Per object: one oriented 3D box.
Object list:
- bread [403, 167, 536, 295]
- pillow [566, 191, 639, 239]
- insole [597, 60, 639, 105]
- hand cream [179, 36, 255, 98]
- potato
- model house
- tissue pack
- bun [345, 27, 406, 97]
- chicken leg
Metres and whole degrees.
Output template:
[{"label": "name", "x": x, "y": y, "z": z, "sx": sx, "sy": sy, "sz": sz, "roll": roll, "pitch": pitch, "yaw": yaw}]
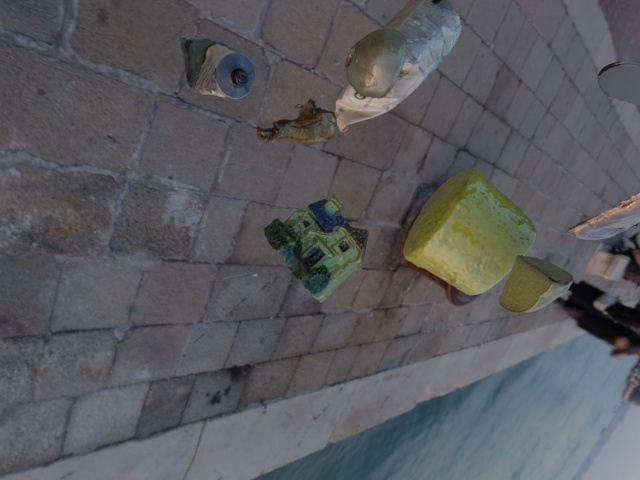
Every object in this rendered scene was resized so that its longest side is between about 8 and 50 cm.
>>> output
[{"label": "bread", "x": 0.451, "y": -0.015, "z": 1.348, "sx": 0.348, "sy": 0.307, "sz": 0.348, "roll": -51, "pitch": -179, "yaw": 1}, {"label": "pillow", "x": 0.545, "y": -0.052, "z": 0.751, "sx": 0.135, "sy": 0.034, "sz": 0.211, "roll": 2, "pitch": 153, "yaw": -31}, {"label": "insole", "x": 0.663, "y": -0.292, "z": 0.853, "sx": 0.309, "sy": 0.110, "sz": 0.012, "roll": 9, "pitch": 82, "yaw": -19}, {"label": "hand cream", "x": -0.146, "y": -0.232, "z": 0.591, "sx": 0.052, "sy": 0.248, "sz": 0.075, "roll": 1, "pitch": 112, "yaw": -29}, {"label": "potato", "x": 0.452, "y": 0.112, "z": 0.897, "sx": 0.081, "sy": 0.149, "sz": 0.120, "roll": 11, "pitch": 107, "yaw": -7}, {"label": "model house", "x": 0.000, "y": 0.000, "z": 0.980, "sx": 0.189, "sy": 0.214, "sz": 0.195, "roll": -37, "pitch": 164, "yaw": -5}, {"label": "tissue pack", "x": 0.227, "y": -0.533, "z": 1.334, "sx": 0.390, "sy": 0.195, "sz": 0.375, "roll": -53, "pitch": -172, "yaw": -30}, {"label": "bun", "x": 0.122, "y": -0.427, "z": 1.044, "sx": 0.113, "sy": 0.173, "sz": 0.167, "roll": 16, "pitch": 64, "yaw": -20}, {"label": "chicken leg", "x": -0.051, "y": -0.261, "z": 0.978, "sx": 0.207, "sy": 0.085, "sz": 0.101, "roll": -17, "pitch": 99, "yaw": -32}]
